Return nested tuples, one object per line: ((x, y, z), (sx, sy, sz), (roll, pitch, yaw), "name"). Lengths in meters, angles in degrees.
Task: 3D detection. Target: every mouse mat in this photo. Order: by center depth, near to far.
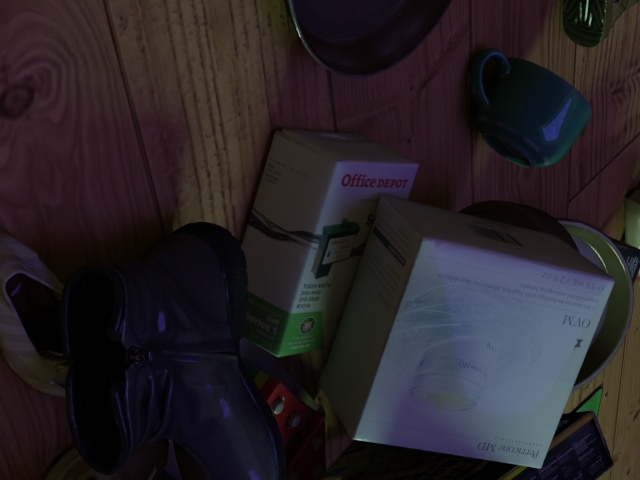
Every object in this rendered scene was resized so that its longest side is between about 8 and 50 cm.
((0.492, 0.383, 2.270), (0.189, 0.007, 0.153), (-29, 134, -39), "mouse mat")

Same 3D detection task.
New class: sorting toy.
((-0.091, 0.266, 1.307), (0.257, 0.089, 0.255), (-55, 146, -13), "sorting toy")

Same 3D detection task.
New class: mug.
((0.248, -0.159, 1.461), (0.097, 0.158, 0.129), (-56, 171, -5), "mug")

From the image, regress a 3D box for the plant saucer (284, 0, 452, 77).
((0.057, -0.316, 1.141), (0.310, 0.050, 0.310), (-33, 138, -37), "plant saucer")

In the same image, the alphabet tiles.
((0.109, 0.254, 1.446), (0.237, 0.198, 0.009), (-28, 101, -68), "alphabet tiles")

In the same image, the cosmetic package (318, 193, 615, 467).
((0.147, 0.098, 1.212), (0.224, 0.138, 0.225), (12, 107, -20), "cosmetic package")

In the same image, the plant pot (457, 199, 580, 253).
((0.148, 0.070, 1.393), (0.229, 0.263, 0.263), (10, 105, -37), "plant pot")

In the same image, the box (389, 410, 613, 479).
((0.137, 0.297, 1.323), (0.322, 0.257, 0.079), (-23, 92, -41), "box")

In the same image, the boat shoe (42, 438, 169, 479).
((-0.240, 0.287, 1.115), (0.285, 0.089, 0.104), (-45, 142, -25), "boat shoe")

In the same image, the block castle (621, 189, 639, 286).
((0.765, -0.061, 2.069), (0.453, 0.303, 0.213), (-40, 134, -31), "block castle")

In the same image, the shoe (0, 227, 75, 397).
((-0.239, 0.077, 0.998), (0.076, 0.058, 0.219), (-48, 144, -21), "shoe")

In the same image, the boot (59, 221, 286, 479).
((-0.142, 0.163, 1.053), (0.223, 0.118, 0.338), (-34, 114, -62), "boot")

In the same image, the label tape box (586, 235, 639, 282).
((0.361, 0.100, 1.800), (0.333, 0.106, 0.241), (6, 107, -56), "label tape box")

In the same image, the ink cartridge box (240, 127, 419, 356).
((0.000, 0.000, 1.243), (0.160, 0.092, 0.219), (-4, 116, -53), "ink cartridge box")

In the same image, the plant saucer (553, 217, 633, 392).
((0.323, 0.099, 1.689), (0.278, 0.041, 0.278), (-4, 105, -15), "plant saucer")

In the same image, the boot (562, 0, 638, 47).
((0.424, -0.413, 1.553), (0.269, 0.089, 0.236), (-42, 152, -29), "boot")
